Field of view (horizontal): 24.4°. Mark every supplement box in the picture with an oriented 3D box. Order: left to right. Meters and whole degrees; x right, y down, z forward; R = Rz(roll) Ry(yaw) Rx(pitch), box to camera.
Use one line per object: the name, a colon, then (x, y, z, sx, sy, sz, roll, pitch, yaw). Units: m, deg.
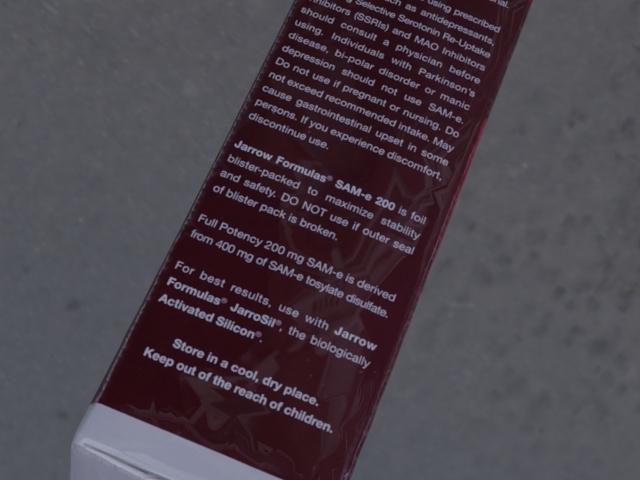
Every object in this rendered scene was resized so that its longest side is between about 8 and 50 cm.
supplement box: (0.000, 0.000, 0.476, 0.130, 0.073, 0.239, 108, 4, -60)
